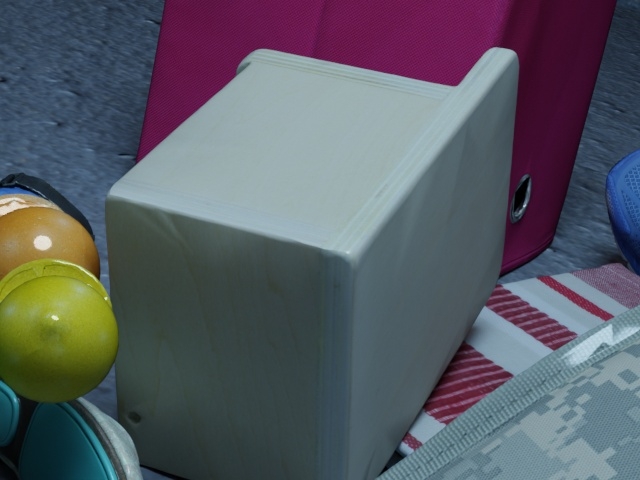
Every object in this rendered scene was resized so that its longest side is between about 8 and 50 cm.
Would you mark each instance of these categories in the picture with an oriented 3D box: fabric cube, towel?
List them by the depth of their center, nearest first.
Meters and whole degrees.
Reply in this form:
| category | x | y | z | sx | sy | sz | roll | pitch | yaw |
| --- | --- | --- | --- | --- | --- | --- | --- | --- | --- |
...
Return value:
| category | x | y | z | sx | sy | sz | roll | pitch | yaw |
| --- | --- | --- | --- | --- | --- | --- | --- | --- | --- |
| towel | 0.155 | 0.095 | 0.877 | 0.329 | 0.037 | 0.237 | -8 | 30 | -41 |
| fabric cube | 0.050 | -0.135 | 1.112 | 0.259 | 0.258 | 0.254 | 21 | 20 | 23 |

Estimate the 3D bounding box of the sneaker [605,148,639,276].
| category | x | y | z | sx | sy | sz | roll | pitch | yaw |
| --- | --- | --- | --- | --- | --- | --- | --- | --- | --- |
| sneaker | 0.309 | 0.001 | 1.007 | 0.130 | 0.147 | 0.330 | -42 | 40 | -11 |

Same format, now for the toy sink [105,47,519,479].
| category | x | y | z | sx | sy | sz | roll | pitch | yaw |
| --- | --- | --- | --- | --- | --- | --- | --- | --- | --- |
| toy sink | 0.000 | 0.000 | 0.774 | 0.131 | 0.153 | 0.234 | 14 | 35 | 19 |

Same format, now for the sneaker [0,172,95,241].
| category | x | y | z | sx | sy | sz | roll | pitch | yaw |
| --- | --- | --- | --- | --- | --- | --- | --- | --- | --- |
| sneaker | -0.206 | -0.009 | 0.897 | 0.152 | 0.058 | 0.085 | 15 | 25 | -7 |

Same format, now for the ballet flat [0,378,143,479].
| category | x | y | z | sx | sy | sz | roll | pitch | yaw |
| --- | --- | --- | --- | --- | --- | --- | --- | --- | --- |
| ballet flat | -0.119 | 0.087 | 0.700 | 0.052 | 0.057 | 0.168 | 6 | 18 | -47 |

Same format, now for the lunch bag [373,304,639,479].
| category | x | y | z | sx | sy | sz | roll | pitch | yaw |
| --- | --- | --- | --- | --- | --- | --- | --- | --- | --- |
| lunch bag | 0.096 | 0.163 | 0.429 | 0.287 | 0.169 | 0.235 | -27 | 34 | -9 |

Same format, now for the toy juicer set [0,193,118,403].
| category | x | y | z | sx | sy | sz | roll | pitch | yaw |
| --- | --- | --- | --- | --- | --- | --- | --- | --- | --- |
| toy juicer set | -0.188 | 0.071 | 0.612 | 0.209 | 0.090 | 0.329 | -2 | 22 | 9 |
